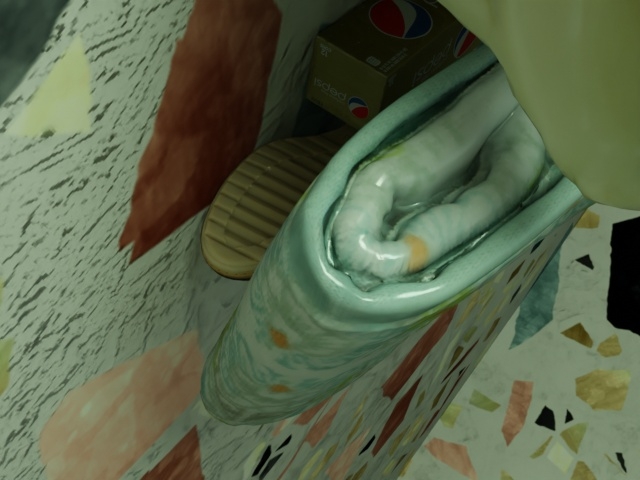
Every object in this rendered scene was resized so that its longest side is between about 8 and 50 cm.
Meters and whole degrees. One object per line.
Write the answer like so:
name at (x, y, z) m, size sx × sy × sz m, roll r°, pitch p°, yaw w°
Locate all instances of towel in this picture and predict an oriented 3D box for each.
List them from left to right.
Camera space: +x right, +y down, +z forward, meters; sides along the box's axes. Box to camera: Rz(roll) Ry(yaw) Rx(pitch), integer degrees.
towel at (0.106, -0.028, 0.619) m, size 0.374 × 0.090 × 0.320 m, roll -33°, pitch 169°, yaw -22°

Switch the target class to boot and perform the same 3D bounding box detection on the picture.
boot at (0.000, 0.000, 0.791) m, size 0.248 × 0.090 × 0.207 m, roll -40°, pitch 158°, yaw -34°

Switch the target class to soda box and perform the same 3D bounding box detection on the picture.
soda box at (0.069, -0.152, 0.752) m, size 0.181 × 0.061 × 0.058 m, roll -42°, pitch 157°, yaw -36°

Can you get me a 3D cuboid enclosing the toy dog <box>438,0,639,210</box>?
toy dog at (0.179, -0.283, 0.385) m, size 0.408 × 0.284 × 0.395 m, roll -31°, pitch 134°, yaw -14°
